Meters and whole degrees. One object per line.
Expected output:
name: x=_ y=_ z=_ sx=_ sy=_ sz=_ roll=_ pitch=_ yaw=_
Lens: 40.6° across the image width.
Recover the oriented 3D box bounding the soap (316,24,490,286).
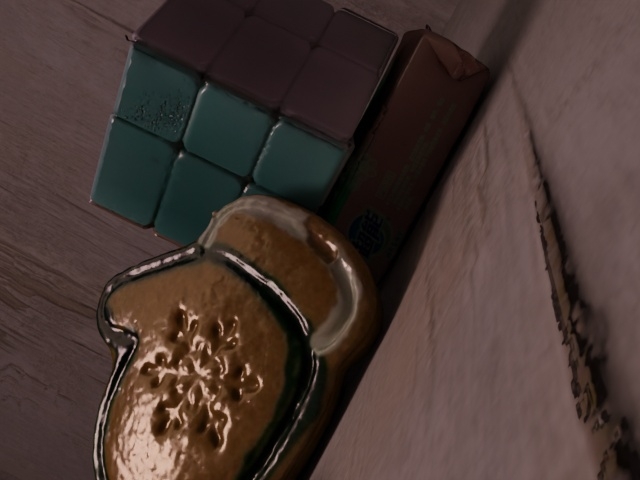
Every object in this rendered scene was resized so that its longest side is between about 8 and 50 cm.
soap: x=0.080 y=-0.094 z=0.943 sx=0.273 sy=0.098 sz=0.218 roll=-62 pitch=4 yaw=12

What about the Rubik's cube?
Rubik's cube: x=-0.082 y=-0.128 z=0.909 sx=0.231 sy=0.225 sz=0.221 roll=-60 pitch=5 yaw=43

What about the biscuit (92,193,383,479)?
biscuit: x=-0.110 y=0.109 z=0.799 sx=0.343 sy=0.287 sz=0.057 roll=-56 pitch=-33 yaw=7
